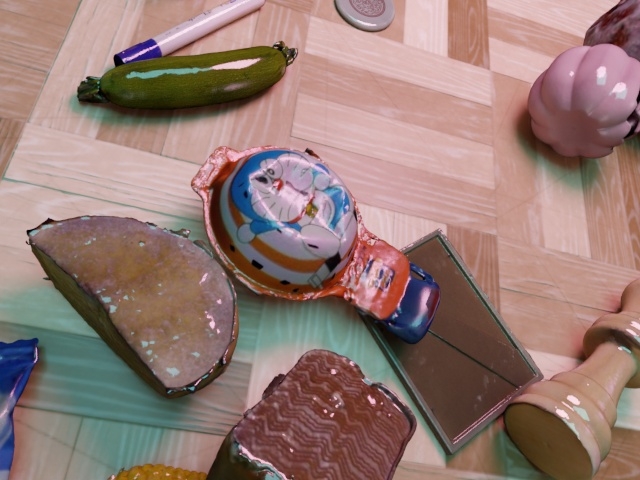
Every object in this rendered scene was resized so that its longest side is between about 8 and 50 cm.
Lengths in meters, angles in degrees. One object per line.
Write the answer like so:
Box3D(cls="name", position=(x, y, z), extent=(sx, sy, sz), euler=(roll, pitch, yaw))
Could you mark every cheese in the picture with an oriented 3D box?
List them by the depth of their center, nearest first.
Box3D(cls="cheese", position=(0.000, 0.000, 0.639), extent=(0.329, 0.129, 0.217), euler=(35, 54, -6))

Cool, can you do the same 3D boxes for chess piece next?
Box3D(cls="chess piece", position=(0.407, 0.144, 0.715), extent=(0.397, 0.117, 0.117), euler=(-33, 79, -28))

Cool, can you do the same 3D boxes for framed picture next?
Box3D(cls="framed picture", position=(0.162, 0.120, 0.702), extent=(0.184, 0.016, 0.250), euler=(-27, 77, -26))

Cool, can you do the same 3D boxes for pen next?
Box3D(cls="pen", position=(-0.184, -0.313, 0.784), extent=(0.033, 0.033, 0.269), euler=(46, 62, 7))

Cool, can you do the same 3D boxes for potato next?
Box3D(cls="potato", position=(-0.184, 0.058, 0.579), extent=(0.243, 0.098, 0.138), euler=(43, 58, 12))

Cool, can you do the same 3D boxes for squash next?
Box3D(cls="squash", position=(-0.163, -0.221, 0.728), extent=(0.318, 0.080, 0.071), euler=(-17, 110, -22))

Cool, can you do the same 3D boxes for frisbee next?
Box3D(cls="frisbee", position=(0.078, -0.408, 0.918), extent=(0.110, 0.014, 0.110), euler=(7, 65, -14))

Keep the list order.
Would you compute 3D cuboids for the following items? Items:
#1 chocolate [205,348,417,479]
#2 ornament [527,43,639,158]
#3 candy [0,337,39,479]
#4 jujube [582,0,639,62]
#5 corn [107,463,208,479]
Box3D(cls="chocolate", position=(-0.003, 0.206, 0.524), extent=(0.148, 0.093, 0.214), euler=(37, 23, 14))
Box3D(cls="ornament", position=(0.431, -0.226, 0.853), extent=(0.177, 0.177, 0.177), euler=(7, 65, -14))
Box3D(cls="candy", position=(-0.342, 0.234, 0.448), extent=(0.187, 0.077, 0.331), euler=(-3, 51, -16))
Box3D(cls="jujube", position=(0.610, -0.313, 0.910), extent=(0.308, 0.246, 0.215), euler=(17, 93, 0))
Box3D(cls="corn", position=(-0.085, 0.282, 0.511), extent=(0.260, 0.091, 0.091), euler=(20, 79, -13))
